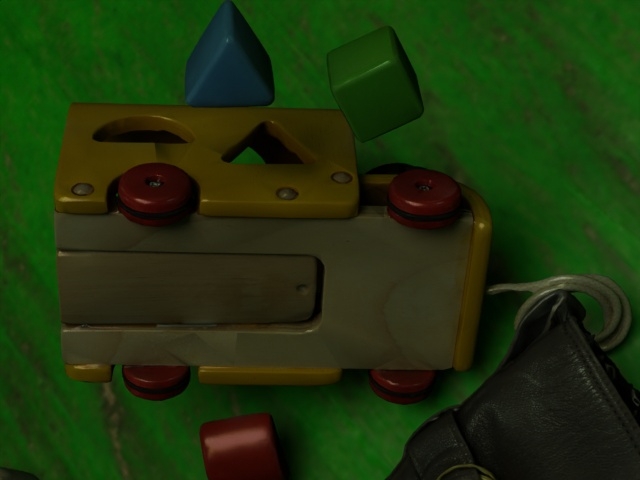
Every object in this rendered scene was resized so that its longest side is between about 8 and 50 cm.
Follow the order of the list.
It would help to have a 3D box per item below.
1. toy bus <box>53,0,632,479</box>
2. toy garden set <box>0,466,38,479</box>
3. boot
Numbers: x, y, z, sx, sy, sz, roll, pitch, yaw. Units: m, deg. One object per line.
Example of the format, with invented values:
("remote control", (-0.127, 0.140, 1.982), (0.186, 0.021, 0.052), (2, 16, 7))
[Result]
("toy bus", (-0.012, -0.005, 0.583), (0.191, 0.202, 0.104), (-36, 31, 21))
("toy garden set", (-0.195, 0.180, 0.656), (0.244, 0.049, 0.204), (2, 75, 28))
("boot", (0.052, 0.162, 0.473), (0.229, 0.091, 0.263), (-33, 53, 13))
